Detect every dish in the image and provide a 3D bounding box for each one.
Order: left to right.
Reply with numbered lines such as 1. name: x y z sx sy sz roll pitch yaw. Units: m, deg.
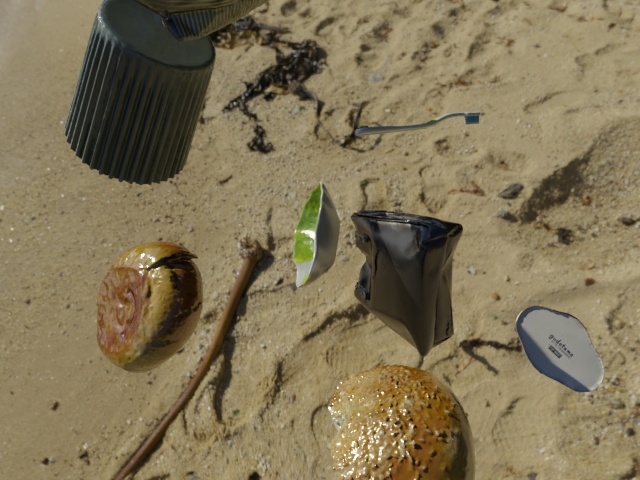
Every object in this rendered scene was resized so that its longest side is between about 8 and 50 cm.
1. dish: 0.000 0.000 0.519 0.039 0.091 0.137 16 44 -17

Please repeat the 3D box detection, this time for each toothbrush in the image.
1. toothbrush: 0.183 -0.217 0.810 0.263 0.026 0.022 -10 14 -17

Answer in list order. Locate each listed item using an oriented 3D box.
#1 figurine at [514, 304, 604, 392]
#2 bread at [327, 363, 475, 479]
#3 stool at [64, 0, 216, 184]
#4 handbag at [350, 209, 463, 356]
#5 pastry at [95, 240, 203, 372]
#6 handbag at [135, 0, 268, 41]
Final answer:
1. figurine: 0.611 0.283 1.178 0.167 0.141 0.250 -33 79 -3
2. bread: 0.107 0.291 0.604 0.171 0.192 0.314 50 40 -13
3. stool: -0.415 -0.346 1.030 0.297 0.330 0.297 20 45 -22
4. handbag: 0.184 0.079 1.050 0.152 0.342 0.288 -21 32 -34
5. pastry: -0.448 0.170 1.154 0.356 0.164 0.355 -10 71 32
6. handbag: -0.255 -0.484 0.703 0.341 0.247 0.240 27 57 11
